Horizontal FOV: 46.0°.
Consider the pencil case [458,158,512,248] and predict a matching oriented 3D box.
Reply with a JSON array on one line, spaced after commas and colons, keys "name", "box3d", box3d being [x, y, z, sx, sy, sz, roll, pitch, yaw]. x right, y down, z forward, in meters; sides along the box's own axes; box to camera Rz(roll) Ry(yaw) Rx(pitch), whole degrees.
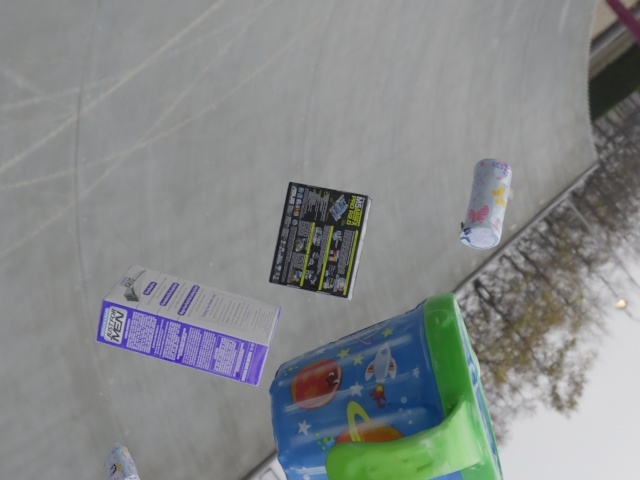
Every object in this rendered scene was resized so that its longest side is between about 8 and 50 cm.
[{"name": "pencil case", "box3d": [0.483, -0.108, 2.202, 0.124, 0.113, 0.273, -27, -142, 53]}]

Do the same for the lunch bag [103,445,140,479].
[{"name": "lunch bag", "box3d": [-0.360, 0.422, 1.370, 0.053, 0.071, 0.083, -18, 142, -25]}]

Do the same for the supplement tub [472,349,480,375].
[{"name": "supplement tub", "box3d": [0.245, 0.337, 1.856, 0.272, 0.191, 0.191, -4, 152, -43]}]

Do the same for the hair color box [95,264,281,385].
[{"name": "hair color box", "box3d": [-0.266, 0.171, 1.559, 0.185, 0.338, 0.110, -76, -176, -69]}]

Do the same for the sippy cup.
[{"name": "sippy cup", "box3d": [0.070, 0.196, 0.848, 0.224, 0.240, 0.305, -15, 147, 12]}]

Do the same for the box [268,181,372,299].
[{"name": "box", "box3d": [0.000, 0.000, 1.930, 0.060, 0.216, 0.270, 21, 80, -77]}]
